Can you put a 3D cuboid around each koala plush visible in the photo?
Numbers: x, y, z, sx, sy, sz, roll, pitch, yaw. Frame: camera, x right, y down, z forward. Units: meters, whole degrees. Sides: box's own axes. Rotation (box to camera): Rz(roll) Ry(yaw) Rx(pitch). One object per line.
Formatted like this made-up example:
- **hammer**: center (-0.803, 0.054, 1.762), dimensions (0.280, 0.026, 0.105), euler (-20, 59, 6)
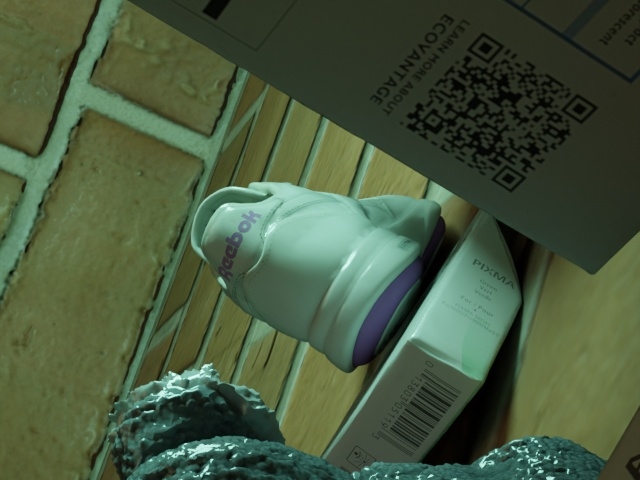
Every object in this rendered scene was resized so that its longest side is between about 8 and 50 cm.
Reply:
- **koala plush**: center (0.006, 0.146, 0.688), dimensions (0.196, 0.221, 0.203), euler (-83, 19, -56)

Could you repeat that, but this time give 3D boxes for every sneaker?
- **sneaker**: center (0.000, 0.000, 1.121), dimensions (0.114, 0.152, 0.305), euler (-63, -5, 5)

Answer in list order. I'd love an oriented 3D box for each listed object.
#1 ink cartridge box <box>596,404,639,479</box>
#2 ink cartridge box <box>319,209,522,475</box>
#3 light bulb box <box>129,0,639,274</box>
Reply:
- **ink cartridge box**: center (0.144, 0.033, 0.505), dimensions (0.296, 0.066, 0.261), euler (-56, 9, -14)
- **ink cartridge box**: center (0.072, 0.068, 1.041), dimensions (0.181, 0.056, 0.225), euler (-59, -5, 39)
- **light bulb box**: center (0.074, -0.238, 0.649), dimensions (0.358, 0.361, 0.225), euler (-48, 21, 36)
